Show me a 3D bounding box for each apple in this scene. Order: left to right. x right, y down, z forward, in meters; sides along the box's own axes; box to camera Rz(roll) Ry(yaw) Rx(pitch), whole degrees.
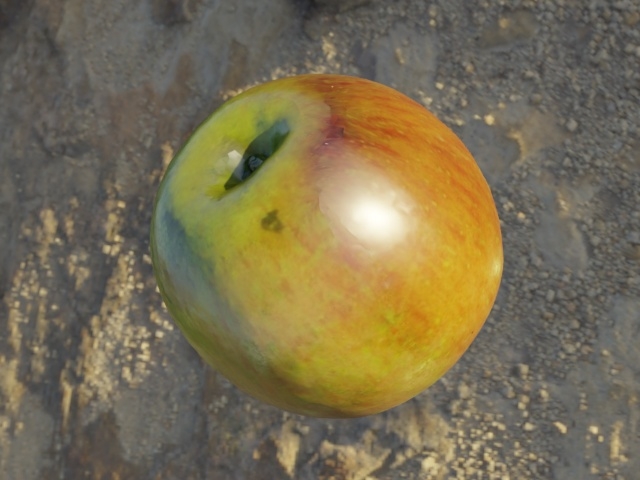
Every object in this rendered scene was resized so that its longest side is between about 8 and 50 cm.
[{"bbox_3d":[0.000,0.000,0.517,0.196,0.196,0.195,-15,68,40],"label":"apple"}]
